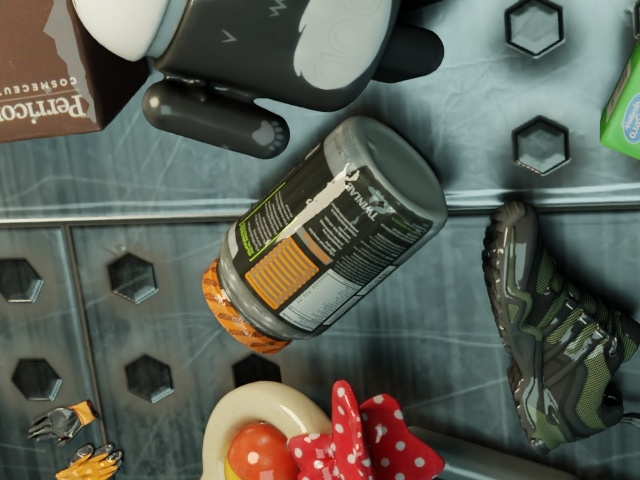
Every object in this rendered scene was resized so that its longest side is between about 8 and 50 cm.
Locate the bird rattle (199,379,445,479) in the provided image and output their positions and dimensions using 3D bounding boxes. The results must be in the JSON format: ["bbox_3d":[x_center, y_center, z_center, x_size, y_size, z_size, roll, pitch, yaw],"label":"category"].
[{"bbox_3d":[-0.026,0.209,1.358,0.207,0.143,0.254,36,132,29],"label":"bird rattle"}]

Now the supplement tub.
[{"bbox_3d":[0.000,0.000,1.278,0.117,0.117,0.190,44,115,-10],"label":"supplement tub"}]

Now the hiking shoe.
[{"bbox_3d":[0.200,0.062,1.297,0.114,0.086,0.227,-14,117,2],"label":"hiking shoe"}]

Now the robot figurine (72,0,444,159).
[{"bbox_3d":[-0.045,-0.191,1.154,0.278,0.209,0.173,13,138,-17],"label":"robot figurine"}]

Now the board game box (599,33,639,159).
[{"bbox_3d":[0.399,-0.125,1.174,0.316,0.064,0.242,22,116,1],"label":"board game box"}]

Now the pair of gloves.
[{"bbox_3d":[-0.225,0.189,1.465,0.074,0.010,0.083,-24,106,20],"label":"pair of gloves"}]

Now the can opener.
[{"bbox_3d":[0.192,0.236,1.365,0.280,0.093,0.074,20,117,7],"label":"can opener"}]

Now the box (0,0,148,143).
[{"bbox_3d":[-0.276,-0.267,1.204,0.191,0.143,0.381,-7,114,14],"label":"box"}]
